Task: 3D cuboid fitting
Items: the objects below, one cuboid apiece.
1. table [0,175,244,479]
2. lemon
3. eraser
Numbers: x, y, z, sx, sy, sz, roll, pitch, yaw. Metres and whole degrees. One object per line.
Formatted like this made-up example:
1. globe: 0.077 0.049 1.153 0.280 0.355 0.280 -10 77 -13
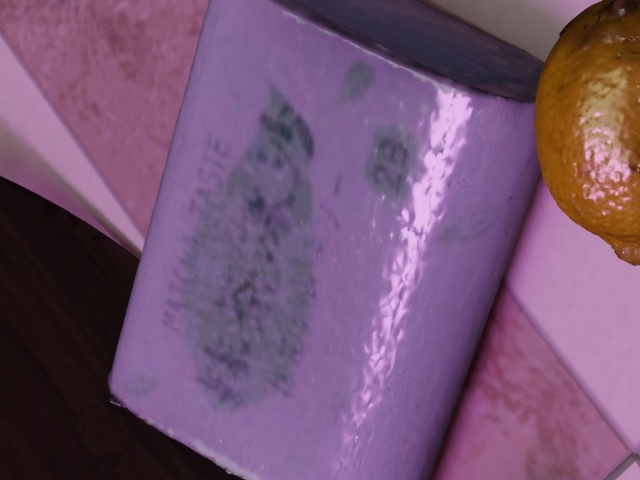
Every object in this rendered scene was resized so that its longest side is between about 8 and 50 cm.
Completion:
1. table: -0.219 0.164 1.038 0.317 0.317 0.249 43 139 26
2. lemon: 0.127 -0.045 0.798 0.082 0.082 0.111 11 110 40
3. eraser: 0.000 0.000 0.911 0.174 0.081 0.227 27 117 20
